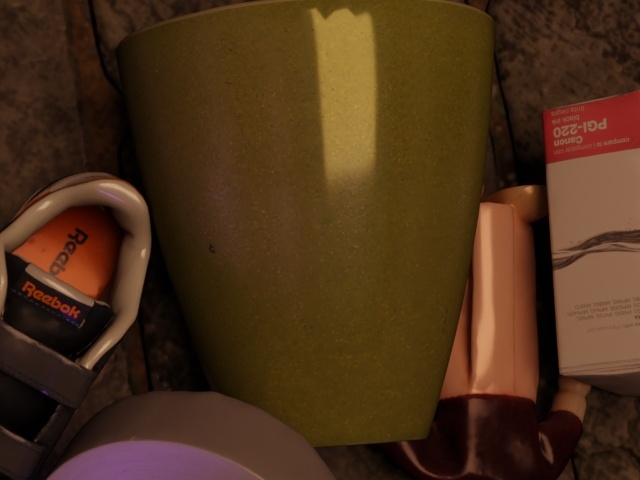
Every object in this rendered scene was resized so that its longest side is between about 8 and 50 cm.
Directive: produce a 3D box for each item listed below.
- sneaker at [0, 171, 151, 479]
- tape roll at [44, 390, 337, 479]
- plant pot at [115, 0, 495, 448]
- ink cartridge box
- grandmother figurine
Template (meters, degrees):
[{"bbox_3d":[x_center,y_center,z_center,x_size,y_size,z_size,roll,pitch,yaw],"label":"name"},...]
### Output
[{"bbox_3d":[-0.220,0.087,1.249,0.126,0.127,0.321,29,70,-16],"label":"sneaker"},{"bbox_3d":[-0.089,0.212,1.225,0.219,0.219,0.072,45,27,-8],"label":"tape roll"},{"bbox_3d":[0.000,0.000,1.289,0.275,0.275,0.293,-2,83,-23],"label":"plant pot"},{"bbox_3d":[0.250,0.009,1.442,0.158,0.092,0.217,21,61,-59],"label":"ink cartridge box"},{"bbox_3d":[0.125,0.127,1.401,0.208,0.104,0.342,0,75,-14],"label":"grandmother figurine"}]
